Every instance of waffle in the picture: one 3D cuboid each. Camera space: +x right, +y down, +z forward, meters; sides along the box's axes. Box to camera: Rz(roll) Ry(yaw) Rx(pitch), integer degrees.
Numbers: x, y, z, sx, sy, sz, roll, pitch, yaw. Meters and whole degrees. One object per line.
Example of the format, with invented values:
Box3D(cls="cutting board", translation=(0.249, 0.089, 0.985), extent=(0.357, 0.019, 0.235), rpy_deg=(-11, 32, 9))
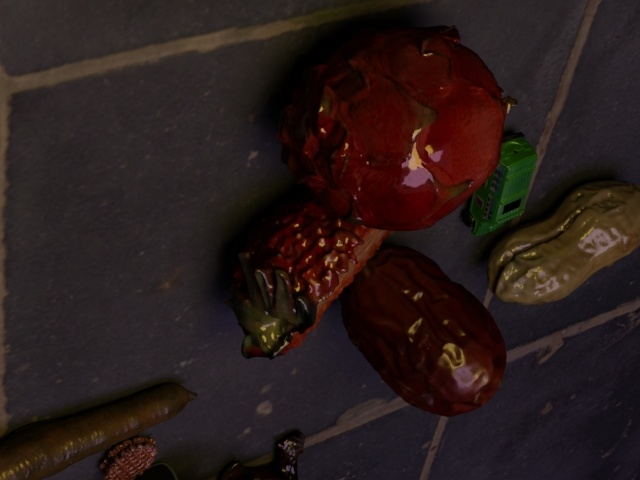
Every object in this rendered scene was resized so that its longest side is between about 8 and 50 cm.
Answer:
Box3D(cls="waffle", translation=(-0.251, 0.291, 1.722), extent=(0.083, 0.029, 0.075), rpy_deg=(1, 131, -48))

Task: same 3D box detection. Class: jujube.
Box3D(cls="jujube", translation=(0.132, 0.115, 1.696), extent=(0.174, 0.250, 0.174), rpy_deg=(-27, 148, -18))

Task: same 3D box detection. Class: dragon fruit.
Box3D(cls="dragon fruit", translation=(0.080, -0.121, 1.408), extent=(0.252, 0.241, 0.241), rpy_deg=(-4, 133, -58))

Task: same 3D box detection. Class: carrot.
Box3D(cls="carrot", translation=(-0.299, 0.241, 1.595), extent=(0.342, 0.070, 0.070), rpy_deg=(-21, 142, -35))

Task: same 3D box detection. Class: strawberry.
Box3D(cls="strawberry", translation=(0.000, 0.000, 1.578), extent=(0.306, 0.138, 0.233), rpy_deg=(-48, 175, -35))

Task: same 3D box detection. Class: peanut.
Box3D(cls="peanut", translation=(0.368, 0.001, 1.904), extent=(0.290, 0.130, 0.130), rpy_deg=(-32, 145, -15))

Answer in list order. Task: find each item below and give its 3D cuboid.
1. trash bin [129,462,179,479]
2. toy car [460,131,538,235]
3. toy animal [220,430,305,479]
Box3D(cls="trash bin", translation=(-0.240, 0.380, 1.808), extent=(0.116, 0.059, 0.130), rpy_deg=(-28, 145, -14))
Box3D(cls="toy car", translation=(0.243, -0.069, 1.760), extent=(0.071, 0.062, 0.165), rpy_deg=(-22, 142, -26))
Box3D(cls="toy animal", translation=(-0.098, 0.357, 1.908), extent=(0.188, 0.089, 0.179), rpy_deg=(17, 100, -51))
